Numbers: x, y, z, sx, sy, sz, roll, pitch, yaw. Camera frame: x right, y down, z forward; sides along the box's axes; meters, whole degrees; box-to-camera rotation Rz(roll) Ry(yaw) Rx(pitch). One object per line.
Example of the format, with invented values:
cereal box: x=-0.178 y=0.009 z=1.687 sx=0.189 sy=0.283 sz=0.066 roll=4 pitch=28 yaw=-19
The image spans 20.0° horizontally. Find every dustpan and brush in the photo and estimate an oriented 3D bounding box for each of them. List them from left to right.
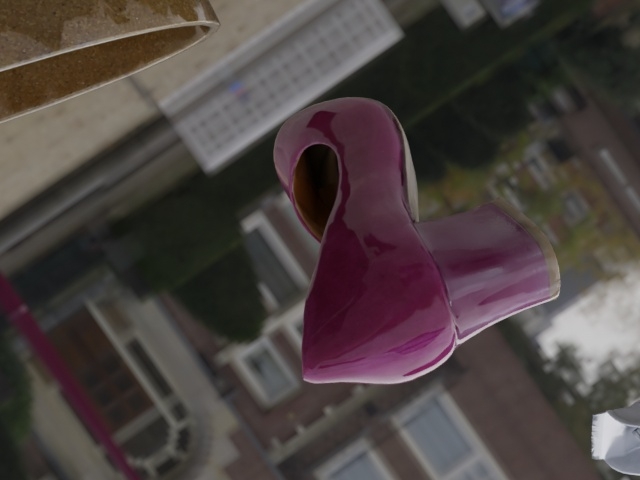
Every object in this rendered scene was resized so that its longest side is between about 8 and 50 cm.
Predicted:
dustpan and brush: x=0.267 y=0.110 z=1.044 sx=0.211 sy=0.060 sz=0.147 roll=-17 pitch=161 yaw=3

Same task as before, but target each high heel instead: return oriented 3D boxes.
high heel: x=0.000 y=0.000 z=0.824 sx=0.117 sy=0.082 sz=0.244 roll=-20 pitch=-150 yaw=-18

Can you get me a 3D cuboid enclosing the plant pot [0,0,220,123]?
plant pot: x=-0.196 y=-0.176 z=0.802 sx=0.237 sy=0.254 sz=0.237 roll=-18 pitch=-177 yaw=1
